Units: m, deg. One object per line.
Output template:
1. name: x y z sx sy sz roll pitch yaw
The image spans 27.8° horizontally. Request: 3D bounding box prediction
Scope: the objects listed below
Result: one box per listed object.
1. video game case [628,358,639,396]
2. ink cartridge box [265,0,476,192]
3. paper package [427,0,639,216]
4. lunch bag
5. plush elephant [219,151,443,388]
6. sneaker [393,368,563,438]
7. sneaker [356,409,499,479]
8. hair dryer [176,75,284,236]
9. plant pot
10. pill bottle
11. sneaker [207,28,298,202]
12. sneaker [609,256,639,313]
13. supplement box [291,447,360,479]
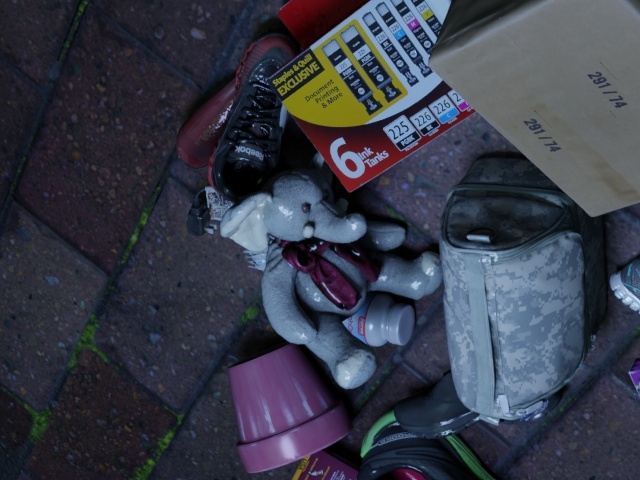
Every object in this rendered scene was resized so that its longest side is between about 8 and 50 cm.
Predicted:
1. video game case: 0.590 0.251 1.861 0.232 0.042 0.210 -13 111 38
2. ink cartridge box: 0.089 -0.262 1.764 0.309 0.130 0.272 -33 98 37
3. paper package: 0.340 -0.213 1.516 0.325 0.168 0.309 37 149 -22
4. lunch bag: 0.268 0.070 1.800 0.212 0.256 0.305 9 125 28
5. plush elephant: 0.000 0.000 1.912 0.330 0.272 0.255 29 147 31
6. sneaker: 0.237 0.230 2.046 0.286 0.109 0.130 -17 103 29
7. sneaker: 0.258 0.480 2.120 0.482 0.202 0.185 33 133 10
8. hair dryer: -0.118 -0.139 2.049 0.223 0.080 0.294 -1 123 5
9. plant pot: -0.069 0.277 2.214 0.201 0.201 0.180 -23 90 40
10. pill bottle: 0.066 0.122 2.080 0.160 0.087 0.087 9 124 27
11. sneaker: -0.094 -0.173 1.912 0.097 0.135 0.276 16 109 -12
12. sneaker: 0.488 0.085 1.804 0.166 0.065 0.076 37 129 4
13. supplement box: 0.056 0.439 2.267 0.188 0.104 0.081 27 86 20
